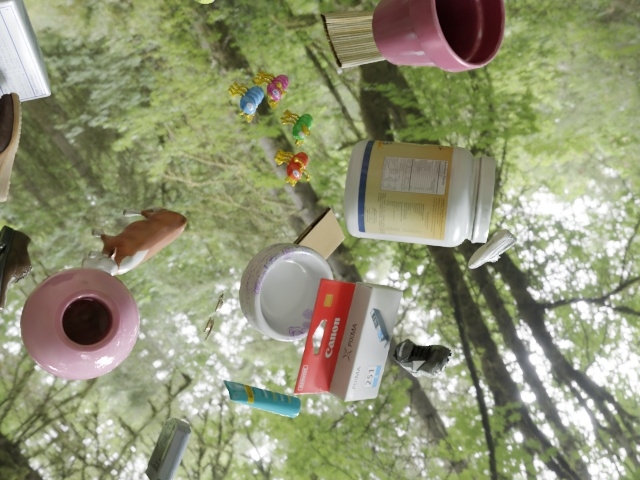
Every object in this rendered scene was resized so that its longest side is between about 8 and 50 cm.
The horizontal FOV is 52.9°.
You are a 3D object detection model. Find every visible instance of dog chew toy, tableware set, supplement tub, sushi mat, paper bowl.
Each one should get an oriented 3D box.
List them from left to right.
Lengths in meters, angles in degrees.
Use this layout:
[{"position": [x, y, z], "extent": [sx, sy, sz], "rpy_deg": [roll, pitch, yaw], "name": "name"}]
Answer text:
[{"position": [-0.476, 0.165, 1.254], "extent": [0.206, 0.206, 0.332], "rpy_deg": [-42, -170, -27], "name": "dog chew toy"}, {"position": [-0.344, 0.242, 2.073], "extent": [0.141, 0.020, 0.168], "rpy_deg": [175, -62, -77], "name": "tableware set"}, {"position": [-0.111, 0.147, 1.913], "extent": [0.284, 0.284, 0.148], "rpy_deg": [-41, -152, -25], "name": "paper bowl"}, {"position": [0.117, -0.571, 1.801], "extent": [0.019, 0.151, 0.316], "rpy_deg": [-14, -171, 41], "name": "sushi mat"}, {"position": [0.226, -0.106, 1.461], "extent": [0.316, 0.228, 0.228], "rpy_deg": [6, -146, 11], "name": "supplement tub"}]

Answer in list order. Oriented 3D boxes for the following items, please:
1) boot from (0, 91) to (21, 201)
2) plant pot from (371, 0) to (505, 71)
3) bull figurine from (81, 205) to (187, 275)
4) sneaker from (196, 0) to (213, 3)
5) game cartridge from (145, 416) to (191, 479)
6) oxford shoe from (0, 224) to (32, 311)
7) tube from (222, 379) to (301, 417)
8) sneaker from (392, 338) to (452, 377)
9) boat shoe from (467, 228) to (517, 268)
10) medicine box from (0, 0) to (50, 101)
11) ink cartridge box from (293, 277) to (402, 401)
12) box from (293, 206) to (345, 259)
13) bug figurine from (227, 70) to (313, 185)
[{"position": [-0.737, -0.206, 1.320], "extent": [0.090, 0.207, 0.248], "rpy_deg": [1, -99, 60], "name": "boot"}, {"position": [0.199, -0.395, 1.151], "extent": [0.201, 0.201, 0.180], "rpy_deg": [-43, -154, -29], "name": "plant pot"}, {"position": [-0.494, 0.005, 1.661], "extent": [0.188, 0.101, 0.310], "rpy_deg": [20, -141, 37], "name": "bull figurine"}, {"position": [-0.316, -0.747, 1.742], "extent": [0.091, 0.126, 0.240], "rpy_deg": [2, 175, -17], "name": "sneaker"}, {"position": [-0.468, 0.647, 1.981], "extent": [0.198, 0.062, 0.297], "rpy_deg": [-66, -166, -19], "name": "game cartridge"}, {"position": [-0.749, 0.075, 1.564], "extent": [0.083, 0.096, 0.227], "rpy_deg": [-26, -128, 40], "name": "oxford shoe"}, {"position": [-0.148, 0.399, 1.621], "extent": [0.052, 0.207, 0.080], "rpy_deg": [-63, -151, 8], "name": "tube"}, {"position": [0.246, 0.293, 1.624], "extent": [0.078, 0.106, 0.234], "rpy_deg": [-62, -174, -19], "name": "sneaker"}, {"position": [0.562, 0.038, 2.102], "extent": [0.184, 0.063, 0.066], "rpy_deg": [-48, -169, 25], "name": "boat shoe"}, {"position": [-0.756, -0.415, 1.345], "extent": [0.289, 0.263, 0.149], "rpy_deg": [-15, -119, -14], "name": "medicine box"}, {"position": [0.076, 0.251, 1.607], "extent": [0.066, 0.261, 0.296], "rpy_deg": [16, -86, 42], "name": "ink cartridge box"}, {"position": [0.000, 0.000, 2.083], "extent": [0.021, 0.201, 0.164], "rpy_deg": [36, -102, 30], "name": "box"}, {"position": [-0.090, -0.273, 1.475], "extent": [0.072, 0.279, 0.216], "rpy_deg": [-15, -142, 31], "name": "bug figurine"}]
